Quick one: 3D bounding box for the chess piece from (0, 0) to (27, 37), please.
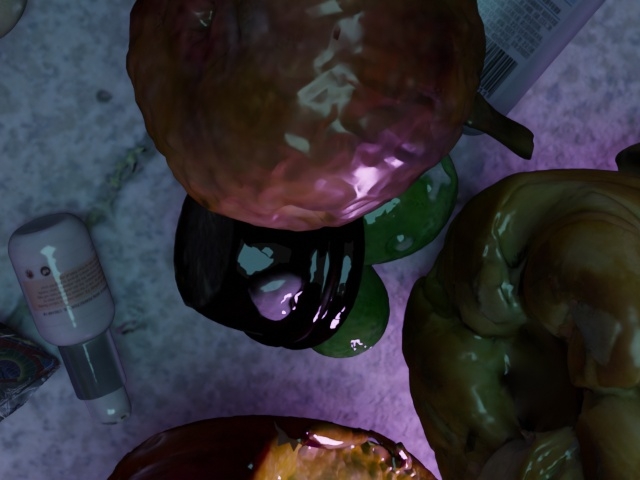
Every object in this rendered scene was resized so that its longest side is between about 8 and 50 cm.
[{"bbox_3d":[-0.337,-0.149,1.160,0.133,0.133,0.243,35,93,-13],"label":"chess piece"}]

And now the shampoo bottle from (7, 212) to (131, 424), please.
[{"bbox_3d":[-0.218,0.072,1.250,0.074,0.074,0.192,-18,108,0],"label":"shampoo bottle"}]

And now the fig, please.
[{"bbox_3d":[0.038,-0.124,1.089,0.368,0.286,0.286,21,105,-45],"label":"fig"}]

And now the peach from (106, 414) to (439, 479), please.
[{"bbox_3d":[-0.025,0.335,1.217,0.416,0.339,0.353,20,140,-11],"label":"peach"}]

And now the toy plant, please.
[{"bbox_3d":[0.000,0.000,1.213,0.235,0.175,0.218,5,114,-35],"label":"toy plant"}]

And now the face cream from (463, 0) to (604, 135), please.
[{"bbox_3d":[0.185,-0.258,1.193,0.163,0.080,0.337,38,99,-15],"label":"face cream"}]

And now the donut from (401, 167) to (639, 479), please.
[{"bbox_3d":[0.201,0.120,1.162,0.170,0.360,0.360,-3,107,-28],"label":"donut"}]

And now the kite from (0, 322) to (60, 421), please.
[{"bbox_3d":[-0.367,0.075,1.223,0.152,0.015,0.285,-35,123,4],"label":"kite"}]

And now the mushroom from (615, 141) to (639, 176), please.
[{"bbox_3d":[0.371,0.075,1.207,0.212,0.217,0.292,0,104,-38],"label":"mushroom"}]
